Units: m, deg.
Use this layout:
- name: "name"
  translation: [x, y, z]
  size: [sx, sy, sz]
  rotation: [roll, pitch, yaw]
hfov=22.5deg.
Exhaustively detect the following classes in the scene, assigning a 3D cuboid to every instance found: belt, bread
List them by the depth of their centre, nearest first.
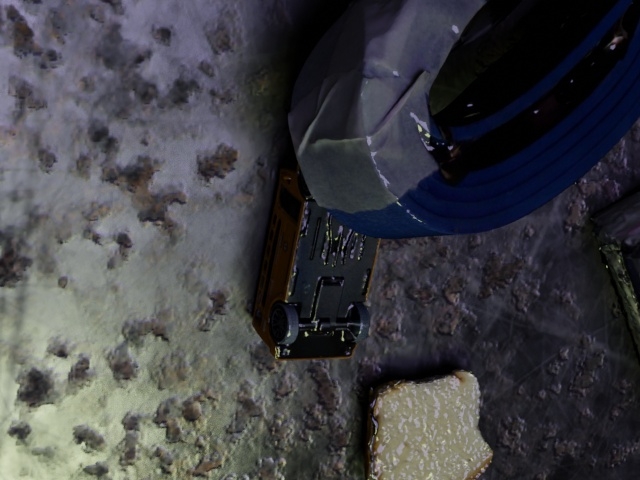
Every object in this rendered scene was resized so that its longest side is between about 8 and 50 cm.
- name: "belt"
  translation: [0.138, -0.140, 1.280]
  size: [0.347, 0.117, 0.212]
  rotation: [-38, 108, -26]
- name: "bread"
  translation: [0.095, 0.178, 1.489]
  size: [0.129, 0.044, 0.126]
  rotation: [-10, 107, -20]

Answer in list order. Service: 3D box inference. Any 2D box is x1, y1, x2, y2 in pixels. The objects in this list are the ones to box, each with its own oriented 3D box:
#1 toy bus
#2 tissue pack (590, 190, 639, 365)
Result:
- name: "toy bus"
  translation: [0.000, 0.000, 1.341]
  size: [0.083, 0.088, 0.194]
  rotation: [1, 112, -29]
- name: "tissue pack"
  translation: [0.421, 0.070, 1.557]
  size: [0.245, 0.123, 0.332]
  rotation: [-28, 119, -8]
